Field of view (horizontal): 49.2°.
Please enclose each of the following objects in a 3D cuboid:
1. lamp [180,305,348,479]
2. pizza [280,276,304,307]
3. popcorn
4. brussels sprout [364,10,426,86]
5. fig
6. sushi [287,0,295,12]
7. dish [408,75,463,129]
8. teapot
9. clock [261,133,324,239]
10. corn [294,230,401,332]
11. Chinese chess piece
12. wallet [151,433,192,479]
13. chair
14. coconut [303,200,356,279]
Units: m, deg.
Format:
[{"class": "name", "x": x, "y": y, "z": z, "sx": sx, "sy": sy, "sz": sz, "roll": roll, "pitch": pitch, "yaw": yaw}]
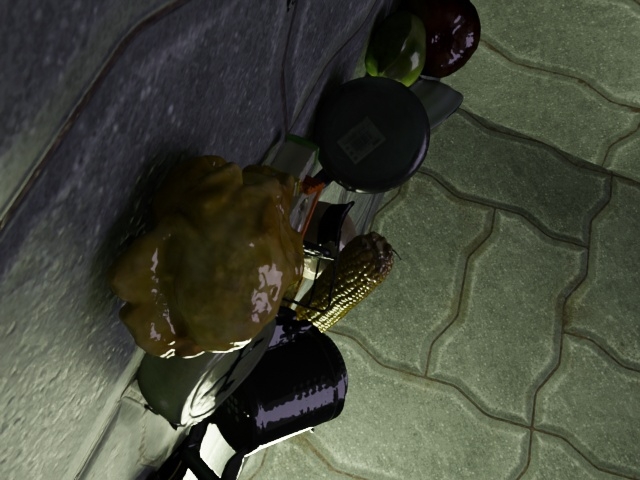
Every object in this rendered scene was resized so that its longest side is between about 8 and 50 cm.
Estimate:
[{"class": "lamp", "x": -0.083, "y": 0.290, "z": 1.355, "sx": 0.272, "sy": 0.205, "sz": 0.374, "roll": 8, "pitch": 99, "yaw": -36}, {"class": "pizza", "x": -0.121, "y": 0.186, "z": 1.578, "sx": 0.258, "sy": 0.087, "sz": 0.268, "roll": -58, "pitch": 171, "yaw": -65}, {"class": "popcorn", "x": -0.112, "y": 0.017, "z": 0.775, "sx": 0.254, "sy": 0.190, "sz": 0.191, "roll": -61, "pitch": 165, "yaw": -6}, {"class": "brussels sprout", "x": 0.163, "y": -0.408, "z": 1.535, "sx": 0.145, "sy": 0.131, "sz": 0.183, "roll": -88, "pitch": -170, "yaw": -45}, {"class": "fig", "x": 0.254, "y": -0.530, "z": 1.718, "sx": 0.321, "sy": 0.217, "sz": 0.217, "roll": -113, "pitch": -140, "yaw": -60}, {"class": "sushi", "x": -0.004, "y": -0.369, "z": 0.892, "sx": 0.120, "sy": 0.026, "sz": 0.126, "roll": -61, "pitch": 171, "yaw": -25}, {"class": "dish", "x": 0.183, "y": -0.320, "z": 1.692, "sx": 0.316, "sy": 0.106, "sz": 0.316, "roll": -27, "pitch": -161, "yaw": 10}, {"class": "teapot", "x": 0.092, "y": -0.180, "z": 1.448, "sx": 0.285, "sy": 0.223, "sz": 0.305, "roll": -61, "pitch": 171, "yaw": -79}, {"class": "clock", "x": -0.076, "y": -0.023, "z": 1.166, "sx": 0.220, "sy": 0.106, "sz": 0.255, "roll": 101, "pitch": 15, "yaw": -59}, {"class": "corn", "x": 0.041, "y": 0.098, "z": 1.436, "sx": 0.305, "sy": 0.106, "sz": 0.106, "roll": -50, "pitch": -176, "yaw": 39}, {"class": "Chinese chess piece", "x": -0.167, "y": 0.170, "z": 1.047, "sx": 0.238, "sy": 0.092, "sz": 0.238, "roll": -48, "pitch": 164, "yaw": -18}, {"class": "wallet", "x": -0.313, "y": 0.525, "z": 1.435, "sx": 0.262, "sy": 0.071, "sz": 0.221, "roll": -53, "pitch": 161, "yaw": -74}, {"class": "chair", "x": -0.035, "y": 0.011, "z": 1.343, "sx": 0.140, "sy": 0.145, "sz": 0.221, "roll": -177, "pitch": -74, "yaw": -73}, {"class": "coconut", "x": 0.000, "y": 0.000, "z": 1.507, "sx": 0.171, "sy": 0.170, "sz": 0.183, "roll": -63, "pitch": 177, "yaw": -18}]
